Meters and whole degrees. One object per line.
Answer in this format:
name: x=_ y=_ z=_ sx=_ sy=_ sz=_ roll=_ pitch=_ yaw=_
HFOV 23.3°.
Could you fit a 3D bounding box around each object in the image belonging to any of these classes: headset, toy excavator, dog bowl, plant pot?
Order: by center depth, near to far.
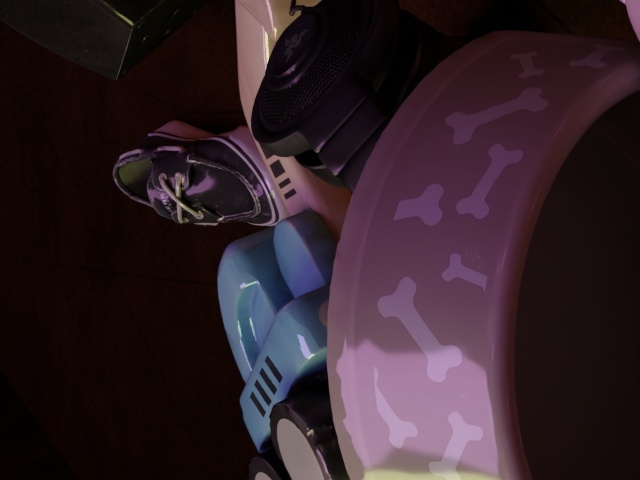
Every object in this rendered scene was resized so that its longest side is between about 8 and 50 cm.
dog bowl: x=0.163 y=0.049 z=0.882 sx=0.102 sy=0.349 sz=0.349 roll=3 pitch=122 yaw=47
headset: x=0.068 y=-0.114 z=1.050 sx=0.243 sy=0.185 sz=0.394 roll=17 pitch=-149 yaw=-53
toy excavator: x=0.000 y=0.000 z=1.332 sx=0.445 sy=0.222 sz=0.433 roll=60 pitch=157 yaw=19
plant pot: x=-0.193 y=-0.263 z=1.421 sx=0.167 sy=0.187 sz=0.188 roll=43 pitch=156 yaw=3

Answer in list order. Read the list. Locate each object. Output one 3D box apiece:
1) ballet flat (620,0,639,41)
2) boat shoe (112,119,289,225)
ballet flat: x=0.269 y=-0.060 z=0.778 sx=0.409 sy=0.147 sz=0.147 roll=49 pitch=155 yaw=19
boat shoe: x=-0.128 y=-0.060 z=1.613 sx=0.301 sy=0.102 sz=0.108 roll=21 pitch=137 yaw=56
